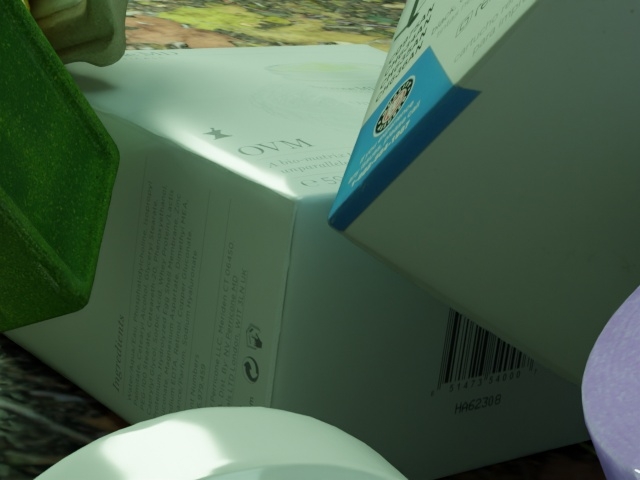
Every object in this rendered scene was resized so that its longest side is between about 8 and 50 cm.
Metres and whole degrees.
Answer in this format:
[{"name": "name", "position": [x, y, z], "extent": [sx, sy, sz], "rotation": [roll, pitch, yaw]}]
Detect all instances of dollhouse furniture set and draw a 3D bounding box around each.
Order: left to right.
[{"name": "dollhouse furniture set", "position": [-0.190, -0.103, 0.689], "extent": [0.197, 0.151, 0.302], "rotation": [-15, 43, 20]}]

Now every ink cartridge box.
[{"name": "ink cartridge box", "position": [0.137, -0.085, 0.634], "extent": [0.168, 0.171, 0.233], "rotation": [32, 45, -12]}]

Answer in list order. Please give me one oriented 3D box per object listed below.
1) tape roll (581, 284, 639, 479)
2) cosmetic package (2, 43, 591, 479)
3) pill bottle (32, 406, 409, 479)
[{"name": "tape roll", "position": [0.203, 0.031, 0.379], "extent": [0.274, 0.090, 0.275], "rotation": [-21, 12, 5]}, {"name": "cosmetic package", "position": [0.000, 0.000, 0.768], "extent": [0.224, 0.138, 0.224], "rotation": [-7, 22, -39]}, {"name": "pill bottle", "position": [0.034, 0.149, 0.255], "extent": [0.176, 0.176, 0.318], "rotation": [-1, 20, -26]}]
